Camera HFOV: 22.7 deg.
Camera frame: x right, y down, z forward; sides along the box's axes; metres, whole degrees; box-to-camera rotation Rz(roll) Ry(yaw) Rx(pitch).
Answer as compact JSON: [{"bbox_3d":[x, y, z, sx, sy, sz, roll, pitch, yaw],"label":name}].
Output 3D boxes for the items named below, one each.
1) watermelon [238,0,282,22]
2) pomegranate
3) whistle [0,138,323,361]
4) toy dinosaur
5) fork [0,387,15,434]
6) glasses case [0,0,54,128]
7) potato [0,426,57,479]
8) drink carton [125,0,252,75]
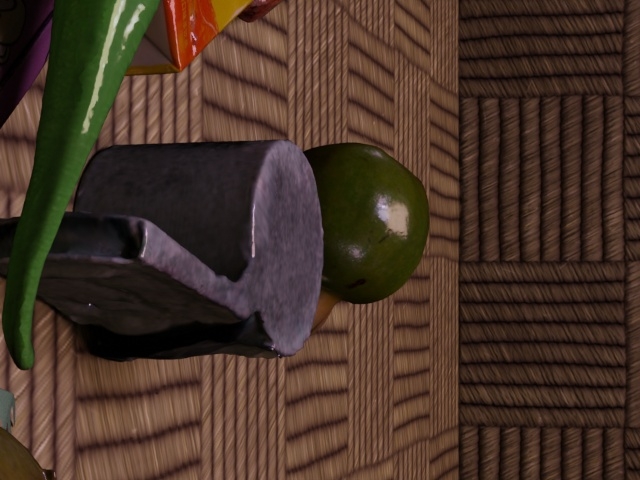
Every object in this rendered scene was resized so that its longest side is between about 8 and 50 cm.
[{"bbox_3d":[-0.066,-0.326,1.700,0.256,0.139,0.193,-43,123,-61],"label":"watermelon"},{"bbox_3d":[-0.001,-0.013,1.868,0.159,0.241,0.190,25,35,-37],"label":"pomegranate"},{"bbox_3d":[-0.125,0.026,1.313,0.405,0.168,0.188,-37,124,-67],"label":"whistle"},{"bbox_3d":[-0.111,-0.204,1.025,0.374,0.144,0.500,-58,165,-70],"label":"toy dinosaur"},{"bbox_3d":[-0.248,0.088,1.107,0.235,0.021,0.039,70,21,-54],"label":"fork"},{"bbox_3d":[-0.237,-0.103,0.949,0.316,0.123,0.076,-72,158,-53],"label":"glasses case"},{"bbox_3d":[-0.244,0.219,0.951,0.255,0.112,0.269,48,41,-68],"label":"potato"},{"bbox_3d":[-0.130,-0.262,1.413,0.351,0.111,0.155,-62,149,-65],"label":"drink carton"}]
